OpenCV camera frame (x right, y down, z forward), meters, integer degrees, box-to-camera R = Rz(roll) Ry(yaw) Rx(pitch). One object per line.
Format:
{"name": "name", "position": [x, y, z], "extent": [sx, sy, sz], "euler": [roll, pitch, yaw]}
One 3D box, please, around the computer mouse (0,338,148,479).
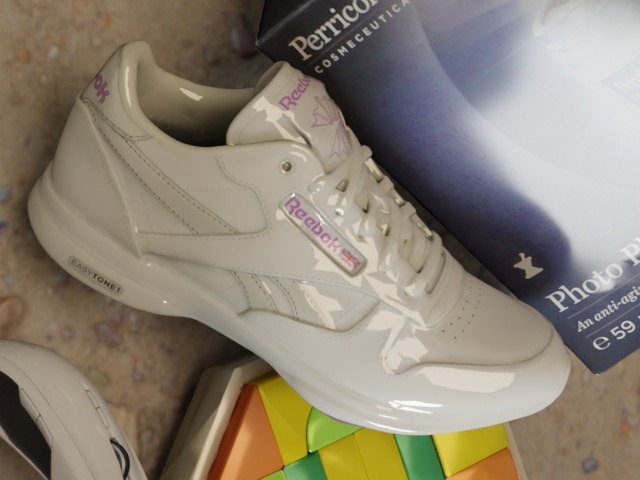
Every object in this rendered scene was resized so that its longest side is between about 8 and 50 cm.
{"name": "computer mouse", "position": [-0.117, 0.107, 0.953], "extent": [0.193, 0.106, 0.042], "euler": [42, 104, 15]}

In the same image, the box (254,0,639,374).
{"name": "box", "position": [0.170, -0.133, 1.034], "extent": [0.294, 0.296, 0.182], "euler": [43, 26, -19]}

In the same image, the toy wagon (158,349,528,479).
{"name": "toy wagon", "position": [0.042, 0.214, 1.084], "extent": [0.267, 0.068, 0.344], "euler": [-22, 97, -29]}

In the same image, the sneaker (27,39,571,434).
{"name": "sneaker", "position": [0.000, 0.000, 0.974], "extent": [0.305, 0.152, 0.114], "euler": [23, 32, -3]}
